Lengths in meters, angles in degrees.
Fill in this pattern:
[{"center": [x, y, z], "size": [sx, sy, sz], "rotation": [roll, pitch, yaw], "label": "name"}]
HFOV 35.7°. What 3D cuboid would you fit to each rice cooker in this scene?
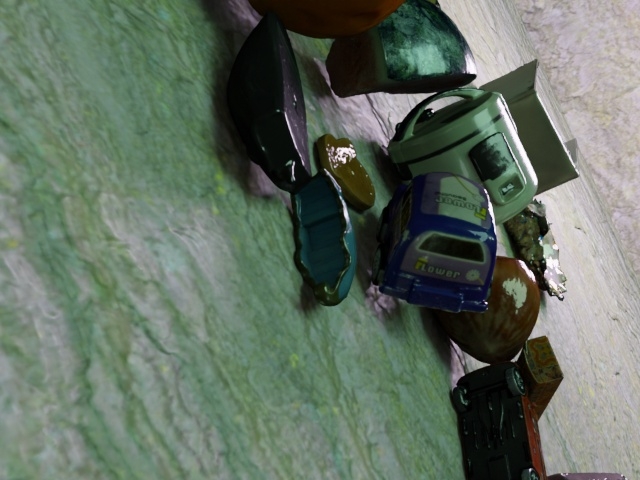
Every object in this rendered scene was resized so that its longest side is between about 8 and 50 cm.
[{"center": [0.241, -0.136, 1.689], "size": [0.244, 0.226, 0.226], "rotation": [62, 24, -9], "label": "rice cooker"}]

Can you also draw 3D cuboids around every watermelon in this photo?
[{"center": [0.126, -0.305, 1.614], "size": [0.318, 0.226, 0.148], "rotation": [-9, 85, -69], "label": "watermelon"}]

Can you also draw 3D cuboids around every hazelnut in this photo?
[{"center": [0.268, 0.103, 1.575], "size": [0.182, 0.182, 0.182], "rotation": [45, 30, -37], "label": "hazelnut"}]

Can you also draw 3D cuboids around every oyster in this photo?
[{"center": [0.485, 0.006, 2.230], "size": [0.260, 0.092, 0.198], "rotation": [65, 22, -22], "label": "oyster"}]

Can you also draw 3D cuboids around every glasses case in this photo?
[{"center": [0.332, 0.236, 1.596], "size": [0.218, 0.049, 0.075], "rotation": [92, -18, -59], "label": "glasses case"}]

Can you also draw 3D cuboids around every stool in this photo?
[{"center": [0.500, -0.267, 2.413], "size": [0.244, 0.170, 0.270], "rotation": [59, 24, -16], "label": "stool"}]

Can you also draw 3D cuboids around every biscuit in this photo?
[{"center": [0.037, -0.108, 1.496], "size": [0.140, 0.023, 0.118], "rotation": [45, 30, -36], "label": "biscuit"}]

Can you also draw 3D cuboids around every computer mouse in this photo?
[{"center": [-0.068, -0.168, 1.264], "size": [0.147, 0.088, 0.264], "rotation": [62, 14, -49], "label": "computer mouse"}]

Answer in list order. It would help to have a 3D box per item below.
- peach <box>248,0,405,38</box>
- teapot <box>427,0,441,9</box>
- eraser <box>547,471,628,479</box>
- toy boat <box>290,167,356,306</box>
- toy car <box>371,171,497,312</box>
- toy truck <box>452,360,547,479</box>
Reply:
[{"center": [0.004, -0.459, 1.370], "size": [0.342, 0.302, 0.343], "rotation": [31, 27, -18], "label": "peach"}, {"center": [0.125, -0.363, 1.782], "size": [0.269, 0.173, 0.183], "rotation": [-54, 148, -42], "label": "teapot"}, {"center": [0.445, 0.518, 1.614], "size": [0.359, 0.122, 0.272], "rotation": [19, 53, -57], "label": "eraser"}, {"center": [0.000, 0.000, 1.252], "size": [0.077, 0.075, 0.186], "rotation": [31, 45, -56], "label": "toy boat"}, {"center": [0.175, -0.015, 1.443], "size": [0.172, 0.158, 0.235], "rotation": [12, 36, -6], "label": "toy car"}, {"center": [0.274, 0.311, 1.474], "size": [0.114, 0.107, 0.253], "rotation": [45, 32, -39], "label": "toy truck"}]
